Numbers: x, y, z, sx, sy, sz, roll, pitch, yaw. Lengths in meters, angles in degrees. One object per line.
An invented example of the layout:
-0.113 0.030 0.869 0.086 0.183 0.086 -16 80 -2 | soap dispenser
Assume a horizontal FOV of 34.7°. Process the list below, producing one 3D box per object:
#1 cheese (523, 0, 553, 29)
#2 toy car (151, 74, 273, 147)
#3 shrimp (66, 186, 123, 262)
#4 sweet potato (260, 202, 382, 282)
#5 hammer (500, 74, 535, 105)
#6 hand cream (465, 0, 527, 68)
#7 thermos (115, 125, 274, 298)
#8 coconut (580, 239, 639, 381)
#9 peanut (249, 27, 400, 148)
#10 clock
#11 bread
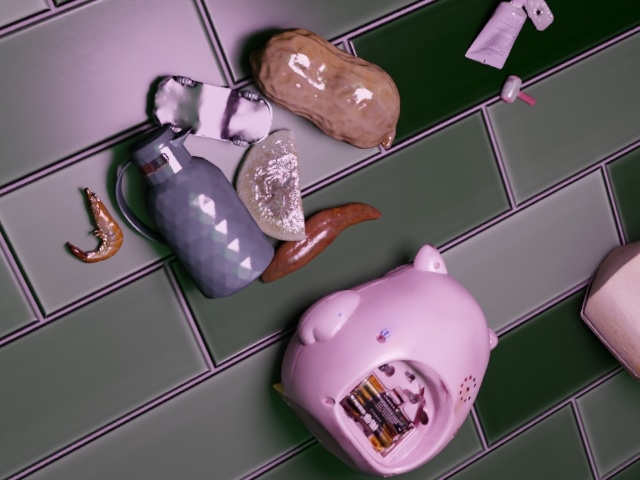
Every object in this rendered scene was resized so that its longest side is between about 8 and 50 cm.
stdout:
0.356 -0.496 1.877 0.127 0.050 0.255 -45 116 -11 | cheese
-0.177 -0.212 1.691 0.205 0.056 0.095 9 97 -25 | toy car
-0.373 -0.023 1.661 0.091 0.025 0.127 -22 112 -17 | shrimp
-0.001 -0.010 1.816 0.255 0.058 0.078 -33 128 -18 | sweet potato
0.379 -0.277 1.945 0.083 0.031 0.052 21 95 -33 | hammer
0.333 -0.388 1.883 0.084 0.053 0.142 14 123 -25 | hand cream
-0.216 -0.046 1.672 0.182 0.145 0.286 -26 112 19 | thermos
0.679 0.123 2.022 0.323 0.323 0.322 -5 103 -23 | coconut
0.025 -0.257 1.721 0.291 0.159 0.143 29 63 -26 | peanut
0.137 0.221 1.815 0.377 0.250 0.368 -42 114 -11 | clock
-0.088 -0.091 1.751 0.112 0.036 0.192 -6 90 -11 | bread
